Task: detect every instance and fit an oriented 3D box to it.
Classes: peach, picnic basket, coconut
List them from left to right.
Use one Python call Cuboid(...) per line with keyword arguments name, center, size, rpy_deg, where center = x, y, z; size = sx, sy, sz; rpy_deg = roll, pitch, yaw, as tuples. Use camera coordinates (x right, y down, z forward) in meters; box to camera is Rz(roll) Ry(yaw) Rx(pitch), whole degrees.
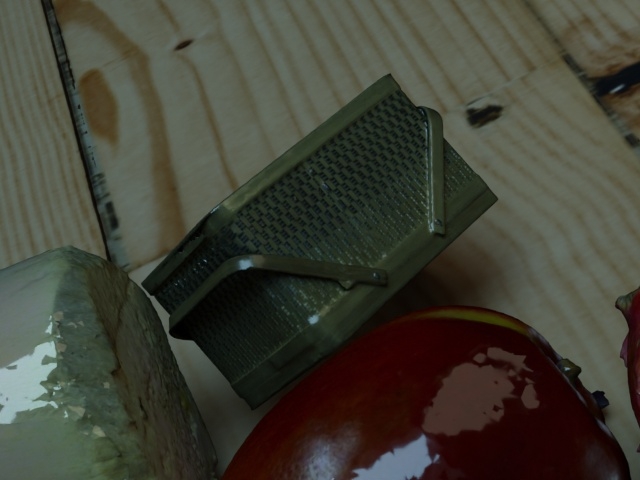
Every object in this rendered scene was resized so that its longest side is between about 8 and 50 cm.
Cuboid(name="coconut", center=(-0.257, 0.177, 1.049), size=(0.310, 0.297, 0.297), rpy_deg=(-24, 43, 7))
Cuboid(name="picnic basket", center=(0.000, 0.000, 1.105), size=(0.267, 0.139, 0.165), rpy_deg=(-40, -1, -38))
Cuboid(name="peach", center=(0.043, 0.176, 0.960), size=(0.362, 0.201, 0.257), rpy_deg=(-25, 44, 3))

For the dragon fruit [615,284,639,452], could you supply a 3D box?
Cuboid(name="dragon fruit", center=(0.301, 0.081, 0.933), size=(0.205, 0.210, 0.268), rpy_deg=(7, 57, 52))
